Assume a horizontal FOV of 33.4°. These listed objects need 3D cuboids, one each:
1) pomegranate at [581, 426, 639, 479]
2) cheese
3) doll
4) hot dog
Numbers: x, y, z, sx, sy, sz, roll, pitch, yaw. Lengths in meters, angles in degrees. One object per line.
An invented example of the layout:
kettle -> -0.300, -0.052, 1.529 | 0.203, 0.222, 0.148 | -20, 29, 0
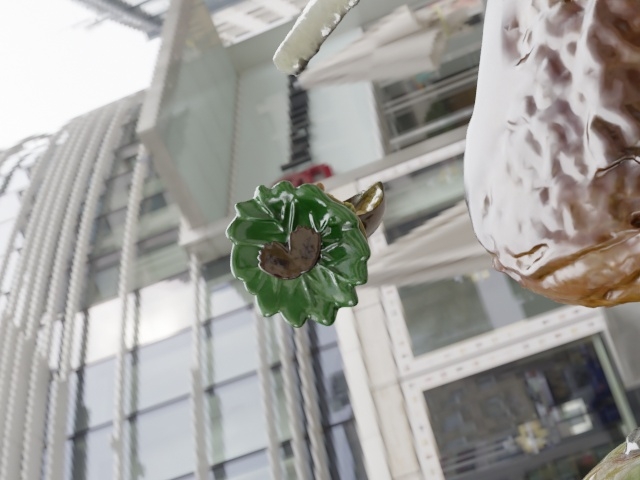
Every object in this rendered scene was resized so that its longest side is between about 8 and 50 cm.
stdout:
pomegranate -> 0.227, 0.256, 0.504 | 0.310, 0.216, 0.358 | -40, 70, 57
cheese -> 0.049, -0.207, 0.697 | 0.034, 0.085, 0.400 | 38, 160, -8
doll -> 0.004, 0.009, 0.583 | 0.077, 0.078, 0.113 | 63, -163, 13
hot dog -> 0.114, -0.092, 0.370 | 0.160, 0.099, 0.227 | -138, 51, -64
